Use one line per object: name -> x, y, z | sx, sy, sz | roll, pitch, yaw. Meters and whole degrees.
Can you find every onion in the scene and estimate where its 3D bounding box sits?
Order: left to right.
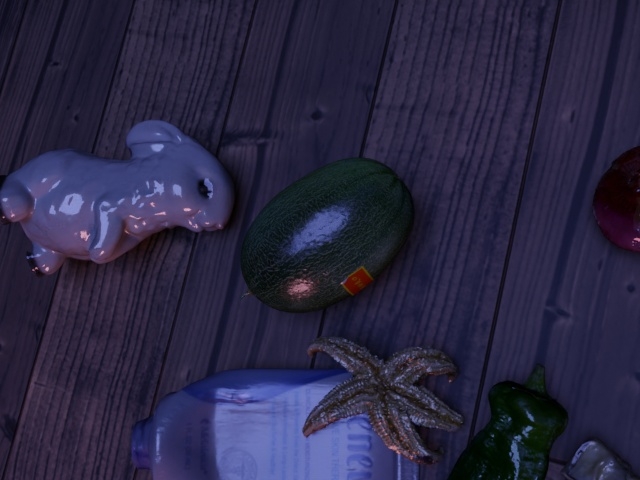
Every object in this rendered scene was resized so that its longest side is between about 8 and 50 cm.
onion -> 0.423, -0.062, 0.890 | 0.150, 0.140, 0.150 | -5, 74, 18

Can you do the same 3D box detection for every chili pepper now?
chili pepper -> 0.236, 0.287, 0.908 | 0.099, 0.136, 0.270 | 29, 85, -23

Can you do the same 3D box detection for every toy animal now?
toy animal -> -0.320, -0.079, 1.144 | 0.357, 0.194, 0.258 | -15, 50, 0

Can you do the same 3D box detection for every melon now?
melon -> 0.000, 0.000, 1.003 | 0.287, 0.182, 0.182 | -33, 71, 8

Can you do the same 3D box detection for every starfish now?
starfish -> 0.078, 0.211, 0.965 | 0.238, 0.071, 0.216 | 42, 74, 17

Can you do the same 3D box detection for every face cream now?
face cream -> -0.069, 0.298, 1.023 | 0.420, 0.137, 0.235 | -1, 77, 7

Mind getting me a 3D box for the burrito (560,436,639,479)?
burrito -> 0.317, 0.425, 0.857 | 0.175, 0.107, 0.348 | 23, 86, 37
